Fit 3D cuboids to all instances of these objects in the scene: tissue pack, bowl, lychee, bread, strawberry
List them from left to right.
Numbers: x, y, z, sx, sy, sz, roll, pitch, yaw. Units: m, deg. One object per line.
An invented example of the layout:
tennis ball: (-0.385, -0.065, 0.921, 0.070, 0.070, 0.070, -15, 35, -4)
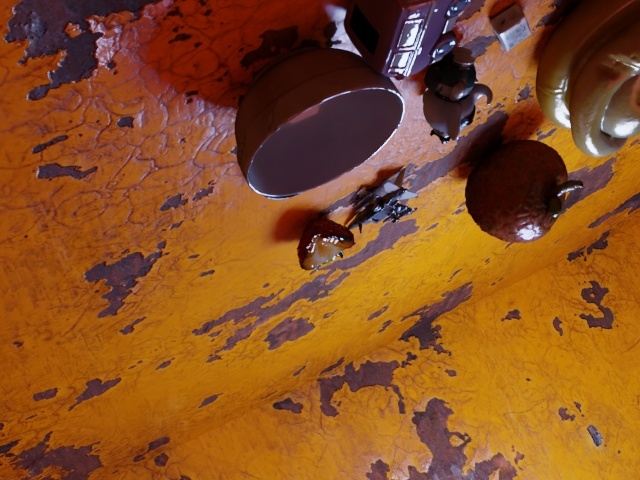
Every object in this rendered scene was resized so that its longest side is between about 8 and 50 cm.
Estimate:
bowl: (-0.020, -0.209, 1.560, 0.287, 0.143, 0.287, -25, 161, -10)
strawberry: (0.000, 0.001, 2.170, 0.140, 0.085, 0.192, -41, 156, 32)
tissue pack: (0.352, -0.394, 1.778, 0.062, 0.042, 0.083, -33, 160, 13)
lychee: (0.489, -0.118, 2.316, 0.255, 0.300, 0.255, -26, 123, -48)
bread: (0.636, -0.363, 1.940, 0.329, 0.245, 0.424, -14, 151, -37)

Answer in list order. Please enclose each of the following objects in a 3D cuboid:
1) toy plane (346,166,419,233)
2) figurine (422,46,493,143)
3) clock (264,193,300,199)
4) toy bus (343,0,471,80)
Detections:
toy plane: (0.131, -0.068, 2.195, 0.160, 0.082, 0.234, 19, 133, -29)
figurine: (0.251, -0.270, 1.824, 0.126, 0.147, 0.192, -2, 131, -18)
clock: (-0.040, -0.147, 1.834, 0.185, 0.040, 0.184, -25, 160, -10)
toy bus: (0.124, -0.348, 1.444, 0.142, 0.142, 0.202, -28, 159, -22)
